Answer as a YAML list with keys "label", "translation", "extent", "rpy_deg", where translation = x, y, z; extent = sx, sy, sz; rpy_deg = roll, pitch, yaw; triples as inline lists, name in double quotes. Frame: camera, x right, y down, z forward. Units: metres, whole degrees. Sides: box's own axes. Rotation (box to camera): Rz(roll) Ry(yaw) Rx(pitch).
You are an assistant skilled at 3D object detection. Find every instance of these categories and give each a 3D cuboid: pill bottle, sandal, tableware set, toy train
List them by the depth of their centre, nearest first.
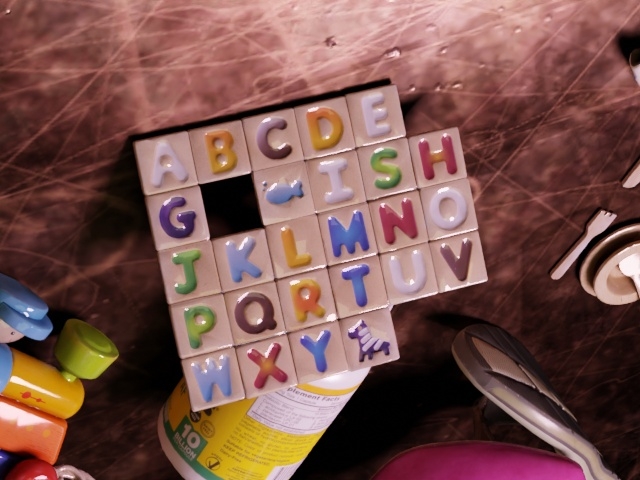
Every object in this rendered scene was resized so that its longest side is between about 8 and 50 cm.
- label: "toy train"
  translation: [-0.203, 0.122, 1.355]
  extent: [0.248, 0.105, 0.143]
  rpy_deg: [30, 102, -44]
- label: "pill bottle"
  translation: [-0.032, 0.098, 1.390]
  extent: [0.118, 0.117, 0.208]
  rpy_deg: [11, 128, -35]
- label: "tableware set"
  translation: [0.294, -0.012, 1.499]
  extent: [0.128, 0.039, 0.194]
  rpy_deg: [11, 127, -35]
- label: "sandal"
  translation: [0.188, 0.178, 1.581]
  extent: [0.086, 0.120, 0.303]
  rpy_deg: [-35, 139, 5]

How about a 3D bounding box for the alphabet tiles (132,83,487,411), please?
- label: "alphabet tiles"
  translation: [0.000, 0.000, 1.291]
  extent: [0.237, 0.009, 0.198]
  rpy_deg: [-14, 97, -13]

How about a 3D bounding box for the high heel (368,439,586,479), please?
- label: "high heel"
  translation: [0.046, 0.287, 1.506]
  extent: [0.377, 0.181, 0.127]
  rpy_deg: [-16, 140, 17]

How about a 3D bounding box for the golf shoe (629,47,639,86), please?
- label: "golf shoe"
  translation: [0.310, -0.162, 1.333]
  extent: [0.176, 0.069, 0.086]
  rpy_deg: [-43, 131, 17]
